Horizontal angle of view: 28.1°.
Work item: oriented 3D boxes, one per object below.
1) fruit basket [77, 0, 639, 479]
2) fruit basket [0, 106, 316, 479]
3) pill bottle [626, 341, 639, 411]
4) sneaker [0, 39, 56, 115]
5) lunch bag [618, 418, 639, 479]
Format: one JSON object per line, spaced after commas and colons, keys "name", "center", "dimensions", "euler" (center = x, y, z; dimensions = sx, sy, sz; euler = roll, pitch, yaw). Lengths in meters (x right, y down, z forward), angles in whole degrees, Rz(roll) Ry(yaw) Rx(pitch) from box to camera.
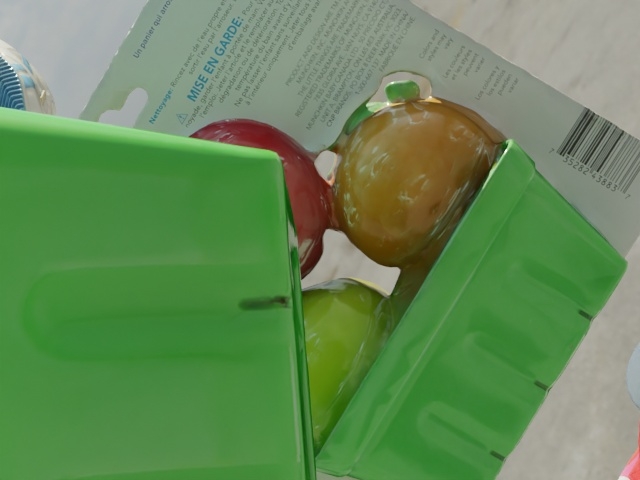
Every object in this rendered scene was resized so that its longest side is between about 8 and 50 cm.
{"name": "fruit basket", "center": [0.000, 0.000, 0.841], "dimensions": [0.327, 0.353, 0.165], "euler": [-59, -6, 3]}
{"name": "fruit basket", "center": [-0.181, 0.134, 0.597], "dimensions": [0.283, 0.392, 0.392], "euler": [82, -149, -79]}
{"name": "pill bottle", "center": [0.321, 0.151, 0.979], "dimensions": [0.121, 0.216, 0.121], "euler": [-26, 41, 24]}
{"name": "sneaker", "center": [-0.296, -0.128, 1.233], "dimensions": [0.087, 0.092, 0.229], "euler": [-44, 42, 13]}
{"name": "lunch bag", "center": [0.443, 0.213, 1.302], "dimensions": [0.293, 0.258, 0.120], "euler": [-58, 16, 5]}
